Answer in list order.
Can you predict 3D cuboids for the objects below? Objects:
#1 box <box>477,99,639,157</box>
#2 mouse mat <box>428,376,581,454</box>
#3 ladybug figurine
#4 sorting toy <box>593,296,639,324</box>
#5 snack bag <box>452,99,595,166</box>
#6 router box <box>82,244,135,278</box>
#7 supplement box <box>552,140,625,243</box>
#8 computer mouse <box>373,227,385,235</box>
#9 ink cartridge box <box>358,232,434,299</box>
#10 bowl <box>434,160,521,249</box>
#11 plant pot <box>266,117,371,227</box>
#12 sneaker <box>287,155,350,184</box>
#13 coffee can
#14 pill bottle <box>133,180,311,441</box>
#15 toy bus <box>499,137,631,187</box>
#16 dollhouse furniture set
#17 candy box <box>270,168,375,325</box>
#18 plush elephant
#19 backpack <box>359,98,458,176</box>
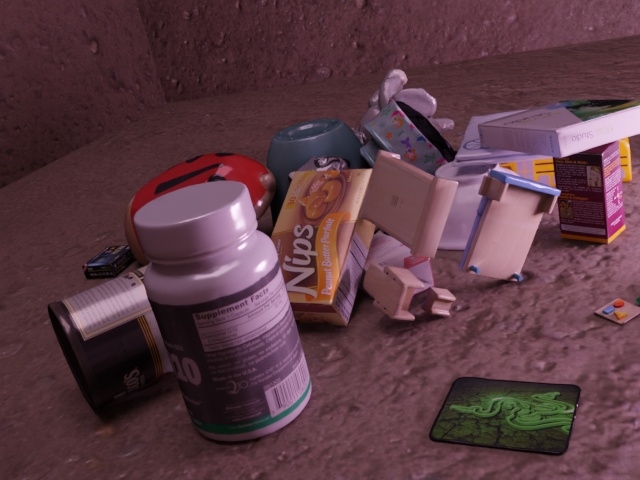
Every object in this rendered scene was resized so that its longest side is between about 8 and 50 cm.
[{"bbox_3d":[0.491,-0.232,1.494,0.232,0.059,0.322,-17,15,-11],"label":"box"},{"bbox_3d":[0.261,0.242,1.049,0.189,0.007,0.152,0,25,27],"label":"mouse mat"},{"bbox_3d":[-0.313,-0.091,1.838,0.449,0.162,0.305,-21,39,22],"label":"ladybug figurine"},{"bbox_3d":[0.500,0.109,1.222,0.083,0.012,0.062,-24,24,-24],"label":"sorting toy"},{"bbox_3d":[0.480,-0.248,1.717,0.322,0.037,0.342,-5,23,19],"label":"snack bag"},{"bbox_3d":[-0.541,0.054,1.923,0.092,0.038,0.122,-4,24,21],"label":"router box"},{"bbox_3d":[0.531,-0.099,1.469,0.104,0.188,0.080,10,31,44],"label":"supplement box"},{"bbox_3d":[0.071,-0.024,1.759,0.192,0.042,0.106,3,31,23],"label":"computer mouse"},{"bbox_3d":[0.126,0.054,1.500,0.115,0.067,0.198,-21,24,-18],"label":"ink cartridge box"},{"bbox_3d":[0.336,-0.100,1.663,0.297,0.134,0.298,-12,23,5],"label":"bowl"},{"bbox_3d":[-0.009,-0.176,1.909,0.292,0.235,0.293,-12,22,5],"label":"plant pot"},{"bbox_3d":[0.041,-0.125,1.710,0.228,0.086,0.132,39,76,24],"label":"sneaker"},{"bbox_3d":[-0.317,0.152,1.338,0.275,0.202,0.201,-24,24,-25],"label":"coffee can"},{"bbox_3d":[-0.148,0.105,1.139,0.204,0.361,0.204,-12,22,5],"label":"pill bottle"},{"bbox_3d":[0.557,-0.198,1.771,0.332,0.130,0.108,-4,25,22],"label":"toy bus"},{"bbox_3d":[0.248,-0.009,1.393,0.303,0.287,0.198,8,16,-28],"label":"dollhouse furniture set"},{"bbox_3d":[-0.002,0.007,1.467,0.182,0.088,0.317,0,57,29],"label":"candy box"},{"bbox_3d":[0.246,-0.306,2.056,0.255,0.272,0.330,12,30,30],"label":"plush elephant"},{"bbox_3d":[0.213,-0.219,1.811,0.191,0.225,0.253,-40,-24,9],"label":"backpack"}]
